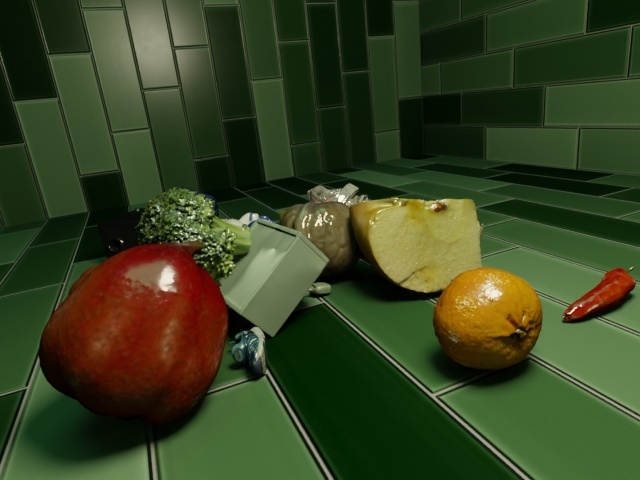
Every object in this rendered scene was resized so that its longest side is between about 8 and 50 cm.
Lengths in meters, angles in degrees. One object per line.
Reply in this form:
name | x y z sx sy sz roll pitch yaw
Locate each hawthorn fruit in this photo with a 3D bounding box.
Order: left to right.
hawthorn fruit | -0.301 0.159 0.753 0.295 0.311 0.295 14 21 -5

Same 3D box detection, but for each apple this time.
apple | 0.238 -0.013 1.157 0.309 0.252 0.314 -7 43 -11

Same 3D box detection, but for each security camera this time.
security camera | -0.018 0.132 1.174 0.092 0.058 0.058 0 14 -21

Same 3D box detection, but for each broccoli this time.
broccoli | -0.294 0.012 0.994 0.235 0.260 0.288 -41 54 3

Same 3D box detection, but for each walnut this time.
walnut | 0.000 0.000 1.278 0.249 0.248 0.248 -6 17 2

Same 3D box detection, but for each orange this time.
orange | 0.300 0.140 0.789 0.193 0.193 0.161 -15 23 -25

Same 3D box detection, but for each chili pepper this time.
chili pepper | 0.623 0.114 0.966 0.272 0.071 0.063 -23 62 -29

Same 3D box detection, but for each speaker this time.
speaker | -0.633 -0.023 1.646 0.254 0.184 0.232 -3 17 17

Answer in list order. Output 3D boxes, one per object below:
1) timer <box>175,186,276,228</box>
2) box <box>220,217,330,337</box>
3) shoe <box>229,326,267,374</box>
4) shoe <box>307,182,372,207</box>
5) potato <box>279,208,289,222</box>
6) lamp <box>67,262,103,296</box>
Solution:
timer | -0.321 -0.027 1.498 0.384 0.270 0.270 7 18 3
box | -0.134 0.083 1.080 0.225 0.117 0.225 -54 34 -12
shoe | -0.143 0.222 0.892 0.071 0.063 0.143 -10 15 -15
shoe | 0.104 -0.106 1.620 0.351 0.198 0.172 -2 19 17
potato | -0.116 -0.091 1.852 0.107 0.080 0.170 -20 20 -4
lamp | -0.461 0.146 1.026 0.223 0.196 0.223 19 39 -16
